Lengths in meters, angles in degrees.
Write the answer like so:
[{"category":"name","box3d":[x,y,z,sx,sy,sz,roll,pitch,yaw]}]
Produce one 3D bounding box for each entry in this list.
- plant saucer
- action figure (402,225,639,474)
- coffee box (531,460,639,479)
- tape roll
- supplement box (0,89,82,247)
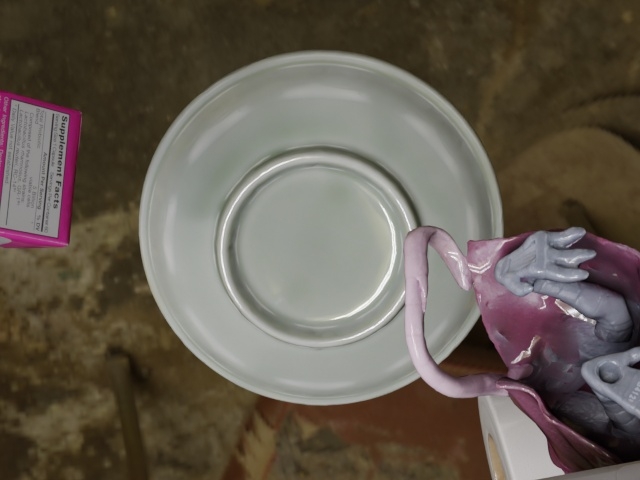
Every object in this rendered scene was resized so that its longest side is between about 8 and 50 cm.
[{"category":"plant saucer","box3d":[0.000,0.000,1.543,0.401,0.100,0.400,0,104,1]},{"category":"action figure","box3d":[0.220,0.153,1.187,0.276,0.248,0.370,1,157,12]},{"category":"coffee box","box3d":[0.219,0.301,0.978,0.168,0.119,0.297,-12,119,10]},{"category":"tape roll","box3d":[0.278,0.252,1.554,0.169,0.246,0.246,-13,126,0]},{"category":"supplement box","box3d":[-0.297,-0.061,1.063,0.220,0.111,0.113,14,78,-50]}]
